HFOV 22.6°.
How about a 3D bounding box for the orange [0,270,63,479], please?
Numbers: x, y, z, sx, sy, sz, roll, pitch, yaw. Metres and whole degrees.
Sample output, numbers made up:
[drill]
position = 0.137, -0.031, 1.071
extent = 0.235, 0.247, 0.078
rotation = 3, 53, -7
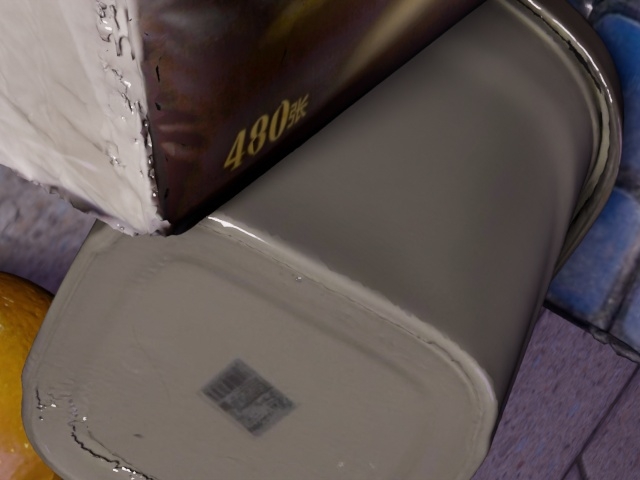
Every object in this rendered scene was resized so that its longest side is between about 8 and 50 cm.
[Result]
[orange]
position = -0.163, 0.090, 0.732
extent = 0.156, 0.124, 0.156
rotation = -37, 144, -34

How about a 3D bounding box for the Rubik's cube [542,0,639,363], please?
[Rubik's cube]
position = 0.231, -0.136, 0.943
extent = 0.344, 0.344, 0.337
rotation = -10, 127, -59

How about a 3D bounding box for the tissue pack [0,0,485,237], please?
[tissue pack]
position = -0.012, -0.195, 0.619
extent = 0.370, 0.198, 0.210
rotation = -41, 139, -34

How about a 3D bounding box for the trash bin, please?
[trash bin]
position = 0.000, 0.000, 0.708
extent = 0.219, 0.219, 0.250
rotation = -60, -178, 36
